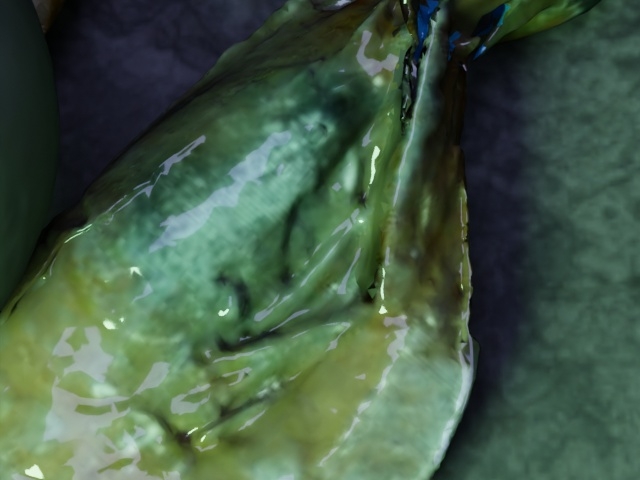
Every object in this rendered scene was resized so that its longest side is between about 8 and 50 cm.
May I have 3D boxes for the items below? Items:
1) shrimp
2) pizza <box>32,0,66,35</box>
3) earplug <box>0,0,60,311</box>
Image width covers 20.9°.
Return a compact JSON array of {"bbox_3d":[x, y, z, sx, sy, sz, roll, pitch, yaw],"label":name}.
[{"bbox_3d":[0.000,0.000,0.826,0.221,0.110,0.445,35,79,13],"label":"shrimp"},{"bbox_3d":[-0.238,-0.227,0.954,0.226,0.086,0.335,-19,66,-5],"label":"pizza"},{"bbox_3d":[-0.298,-0.076,0.709,0.313,0.394,0.312,-28,43,30],"label":"earplug"}]
